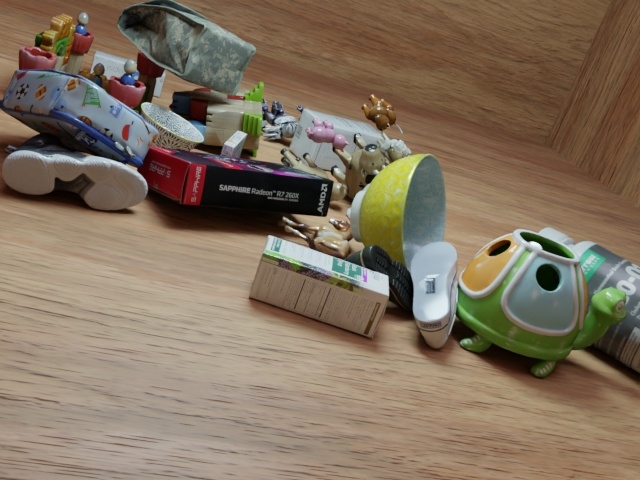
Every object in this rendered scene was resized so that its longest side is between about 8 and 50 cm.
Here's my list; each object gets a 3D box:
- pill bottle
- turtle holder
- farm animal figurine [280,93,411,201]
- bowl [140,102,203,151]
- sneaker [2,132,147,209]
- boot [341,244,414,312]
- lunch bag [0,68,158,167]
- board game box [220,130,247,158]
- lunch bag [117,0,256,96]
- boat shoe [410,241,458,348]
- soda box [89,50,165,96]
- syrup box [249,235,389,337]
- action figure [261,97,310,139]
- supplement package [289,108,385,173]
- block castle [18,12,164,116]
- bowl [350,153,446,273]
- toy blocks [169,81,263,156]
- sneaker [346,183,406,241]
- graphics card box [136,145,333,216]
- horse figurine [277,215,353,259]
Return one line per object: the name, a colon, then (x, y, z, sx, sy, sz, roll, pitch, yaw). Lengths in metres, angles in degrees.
pill bottle: (0.622, 0.128, 1.730, 0.361, 0.204, 0.204, 32, 23, 30)
turtle holder: (0.429, 0.120, 1.529, 0.320, 0.227, 0.243, 27, 20, 16)
farm animal figurine: (0.087, -0.193, 2.010, 0.172, 0.330, 0.327, 55, -2, 28)
bowl: (-0.379, -0.257, 1.907, 0.170, 0.080, 0.170, 31, 16, -10)
sneaker: (-0.475, -0.141, 1.511, 0.269, 0.101, 0.153, 9, 23, -29)
boot: (0.095, 0.083, 1.538, 0.198, 0.137, 0.076, 48, 41, -35)
lunch bag: (-0.489, -0.244, 1.600, 0.303, 0.115, 0.243, 18, -12, 35)
board game box: (-0.221, -0.202, 1.904, 0.026, 0.103, 0.154, 20, 21, -1)
lunch bag: (-0.354, -0.512, 2.017, 0.287, 0.169, 0.235, 31, 11, 27)
boat shoe: (0.221, 0.102, 1.520, 0.095, 0.084, 0.258, -2, 36, 19)
soda box: (-0.584, -0.506, 2.371, 0.216, 0.073, 0.069, 14, 21, -18)
syrup box: (0.000, 0.082, 1.407, 0.237, 0.096, 0.093, 18, 21, -3)
action figure: (-0.133, -0.381, 2.439, 0.185, 0.099, 0.285, -2, 22, -22)
supplement package: (0.056, -0.287, 2.336, 0.244, 0.139, 0.134, 8, 25, -33)
block castle: (-0.575, -0.433, 1.998, 0.303, 0.212, 0.453, 17, 21, -9)
bowl: (0.156, -0.048, 1.688, 0.156, 0.289, 0.289, 6, 13, 25)
toy blocks: (-0.296, -0.349, 2.154, 0.261, 0.190, 0.381, 5, 23, -8)
sneaker: (0.147, -0.063, 1.891, 0.103, 0.111, 0.252, 8, 24, -30)
graphics card box: (-0.184, -0.129, 1.708, 0.371, 0.094, 0.233, 5, 11, -37)
horse figurine: (0.000, 0.000, 1.654, 0.175, 0.066, 0.263, 17, 14, -11)
